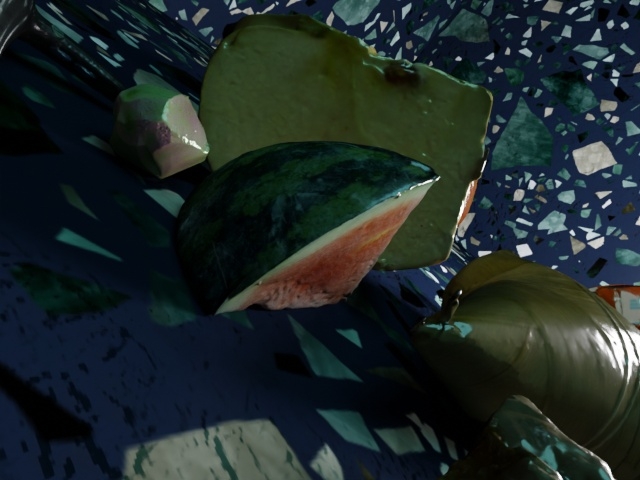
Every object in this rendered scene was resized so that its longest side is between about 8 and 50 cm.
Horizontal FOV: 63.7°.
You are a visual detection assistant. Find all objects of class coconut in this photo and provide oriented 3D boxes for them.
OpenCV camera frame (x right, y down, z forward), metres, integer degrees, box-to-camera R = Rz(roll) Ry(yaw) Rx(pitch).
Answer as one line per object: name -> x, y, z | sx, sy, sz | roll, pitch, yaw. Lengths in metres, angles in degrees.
coconut -> -0.146, -0.097, 0.460 | 0.083, 0.081, 0.082 | -145, -145, -70

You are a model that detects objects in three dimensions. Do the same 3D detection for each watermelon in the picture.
watermelon -> -0.008, -0.021, 0.433 | 0.202, 0.208, 0.136 | 52, 19, -76

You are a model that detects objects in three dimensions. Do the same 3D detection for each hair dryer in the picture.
hair dryer -> -0.236, -0.160, 0.479 | 0.219, 0.075, 0.195 | 37, 21, -46

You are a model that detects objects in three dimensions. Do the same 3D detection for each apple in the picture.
apple -> 0.021, -0.122, 0.609 | 0.310, 0.252, 0.314 | 16, 43, 1

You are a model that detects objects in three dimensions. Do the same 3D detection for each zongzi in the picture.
zongzi -> 0.180, 0.070, 0.604 | 0.418, 0.181, 0.447 | 32, 13, -26

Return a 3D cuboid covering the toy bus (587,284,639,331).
toy bus -> 0.425, 0.194, 0.606 | 0.143, 0.153, 0.328 | -1, 62, -17

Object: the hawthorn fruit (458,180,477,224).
hawthorn fruit -> 0.117, -0.128, 0.927 | 0.285, 0.284, 0.369 | 38, -9, -10

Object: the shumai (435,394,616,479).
shumai -> 0.151, 0.178, 0.278 | 0.176, 0.166, 0.206 | 17, -15, 36
